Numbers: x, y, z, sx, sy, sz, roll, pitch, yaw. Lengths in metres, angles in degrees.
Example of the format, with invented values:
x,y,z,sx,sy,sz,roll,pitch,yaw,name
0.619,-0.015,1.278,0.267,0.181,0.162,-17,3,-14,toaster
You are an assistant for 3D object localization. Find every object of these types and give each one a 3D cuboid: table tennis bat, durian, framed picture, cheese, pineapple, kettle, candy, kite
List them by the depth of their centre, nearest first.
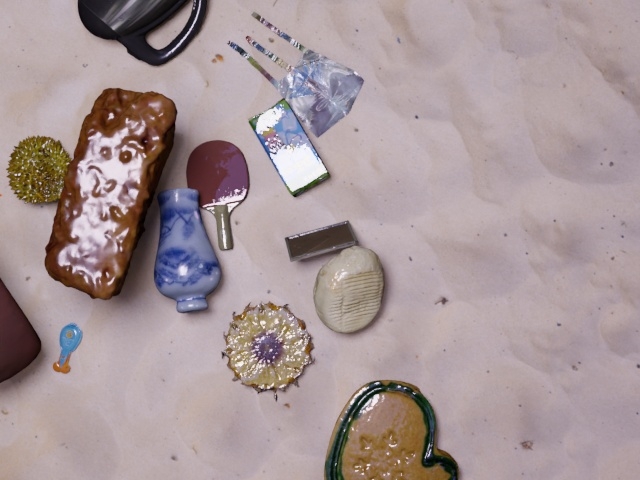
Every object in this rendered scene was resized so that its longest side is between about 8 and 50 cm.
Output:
x,y,z,sx,sy,sz,roll,pitch,yaw,name
-0.595,-0.142,1.477,0.146,0.102,0.208,-44,67,-6,durian
0.000,0.000,1.493,0.148,0.109,0.011,-15,116,-1,framed picture
-0.114,0.236,1.500,0.221,0.047,0.221,0,86,-2,pineapple
-0.399,-0.543,1.504,0.271,0.250,0.207,-47,58,3,kettle
-0.550,0.232,1.509,0.047,0.017,0.111,15,86,4,cheese
-0.068,-0.201,1.521,0.097,0.062,0.195,-30,86,4,candy
-0.223,-0.101,1.540,0.138,0.022,0.247,-7,84,0,table tennis bat
-0.052,-0.389,1.563,0.310,0.015,0.169,43,88,-1,kite

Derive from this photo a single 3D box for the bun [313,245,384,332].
x,y,z,sx,sy,sz,roll,pitch,yaw,name
0.058,0.099,1.467,0.163,0.111,0.188,-12,120,-20,bun

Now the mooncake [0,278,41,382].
x,y,z,sx,sy,sz,roll,pitch,yaw,name
-0.711,0.123,1.389,0.174,0.333,0.326,-36,118,-23,mooncake

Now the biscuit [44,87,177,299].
x,y,z,sx,sy,sz,roll,pitch,yaw,name
-0.411,-0.089,1.372,0.166,0.342,0.395,18,85,-10,biscuit

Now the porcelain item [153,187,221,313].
x,y,z,sx,sy,sz,roll,pitch,yaw,name
-0.287,0.023,1.473,0.141,0.141,0.259,-9,78,-1,porcelain item

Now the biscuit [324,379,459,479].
x,y,z,sx,sy,sz,roll,pitch,yaw,name
0.153,0.475,1.479,0.287,0.057,0.344,18,86,1,biscuit
